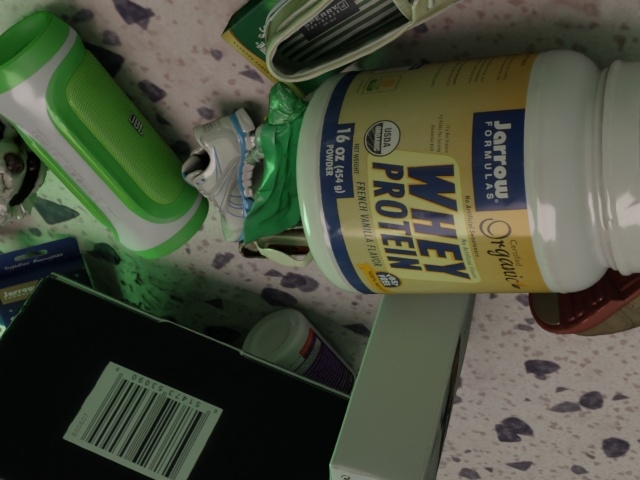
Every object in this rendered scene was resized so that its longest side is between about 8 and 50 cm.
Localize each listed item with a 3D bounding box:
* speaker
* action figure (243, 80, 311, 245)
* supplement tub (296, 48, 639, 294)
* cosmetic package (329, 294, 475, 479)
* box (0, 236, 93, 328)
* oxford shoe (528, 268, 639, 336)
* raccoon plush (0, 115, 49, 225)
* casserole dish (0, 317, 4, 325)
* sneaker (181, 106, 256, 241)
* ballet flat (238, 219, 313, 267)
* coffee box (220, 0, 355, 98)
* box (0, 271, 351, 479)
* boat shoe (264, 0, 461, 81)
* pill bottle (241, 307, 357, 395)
[{"bbox_3d":[-0.255,-0.114,1.199,0.131,0.131,0.296,-12,131,33],"label":"speaker"},{"bbox_3d":[-0.035,-0.092,1.132,0.063,0.137,0.232,50,160,22],"label":"action figure"},{"bbox_3d":[0.159,-0.062,1.006,0.316,0.228,0.228,-2,136,25],"label":"supplement tub"},{"bbox_3d":[0.103,0.176,1.187,0.097,0.377,0.284,13,141,9],"label":"cosmetic package"},{"bbox_3d":[-0.396,0.095,1.522,0.136,0.036,0.225,-15,138,-9],"label":"box"},{"bbox_3d":[0.388,0.006,1.109,0.130,0.123,0.348,15,148,-38],"label":"oxford shoe"},{"bbox_3d":[-0.527,-0.077,1.275,0.446,0.299,0.216,12,149,28],"label":"raccoon plush"},{"bbox_3d":[-0.480,0.086,1.564,0.188,0.037,0.114,22,143,-33],"label":"casserole dish"},{"bbox_3d":[-0.121,-0.071,1.218,0.083,0.071,0.190,-13,136,-17],"label":"sneaker"},{"bbox_3d":[0.000,0.000,1.262,0.222,0.079,0.077,-2,137,25],"label":"ballet flat"},{"bbox_3d":[-0.001,-0.220,1.038,0.113,0.040,0.184,40,136,-23],"label":"coffee box"},{"bbox_3d":[-0.221,0.357,1.472,0.480,0.297,0.471,21,147,10],"label":"box"},{"bbox_3d":[0.079,-0.226,0.912,0.302,0.094,0.109,-30,120,25],"label":"boat shoe"},{"bbox_3d":[-0.015,0.193,1.468,0.108,0.108,0.193,-15,129,35],"label":"pill bottle"}]
